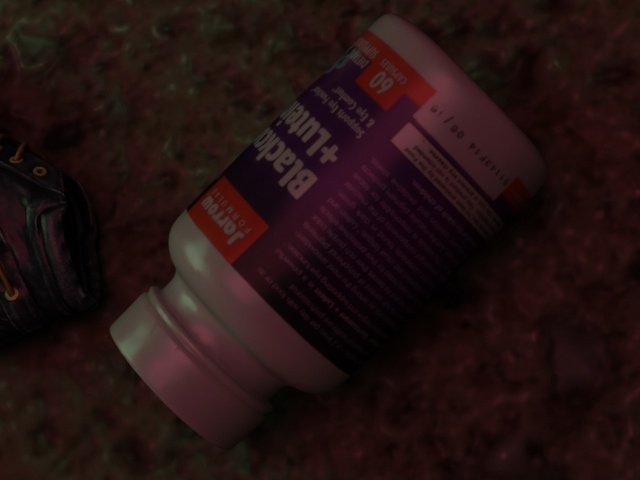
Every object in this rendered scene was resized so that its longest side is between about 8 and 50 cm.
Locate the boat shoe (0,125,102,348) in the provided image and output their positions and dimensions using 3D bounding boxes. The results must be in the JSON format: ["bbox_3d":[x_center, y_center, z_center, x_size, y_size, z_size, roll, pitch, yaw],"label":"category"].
[{"bbox_3d":[-0.166,-0.036,0.864,0.083,0.065,0.183,-20,75,12],"label":"boat shoe"}]

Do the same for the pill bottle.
[{"bbox_3d":[0.000,0.000,0.764,0.193,0.108,0.108,-45,65,2],"label":"pill bottle"}]
